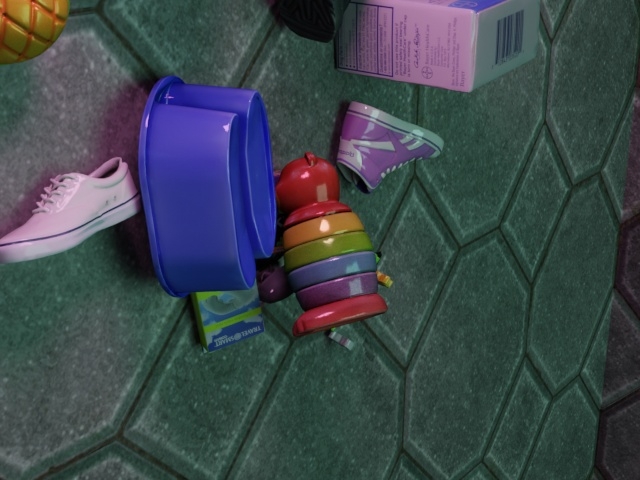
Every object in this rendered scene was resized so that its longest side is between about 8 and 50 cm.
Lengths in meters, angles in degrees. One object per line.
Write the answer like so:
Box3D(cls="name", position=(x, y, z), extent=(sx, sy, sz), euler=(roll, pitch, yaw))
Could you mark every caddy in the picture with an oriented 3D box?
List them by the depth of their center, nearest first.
Box3D(cls="caddy", position=(-0.183, -0.078, 1.665), extent=(0.241, 0.179, 0.341), euler=(-64, 152, -63))

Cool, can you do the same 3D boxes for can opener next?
Box3D(cls="can opener", position=(-0.029, 0.057, 2.013), extent=(0.283, 0.095, 0.076), euler=(-27, 124, -47))

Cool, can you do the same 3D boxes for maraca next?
Box3D(cls="maraca", position=(-0.391, -0.265, 1.352), extent=(0.186, 0.099, 0.127), euler=(-31, 138, -17))

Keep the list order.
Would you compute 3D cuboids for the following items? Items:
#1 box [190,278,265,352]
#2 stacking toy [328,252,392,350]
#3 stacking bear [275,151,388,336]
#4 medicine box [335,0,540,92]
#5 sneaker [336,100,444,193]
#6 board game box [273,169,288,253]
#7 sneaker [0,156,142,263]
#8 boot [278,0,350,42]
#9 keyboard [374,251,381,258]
Box3D(cls="box", position=(-0.157, 0.107, 1.850), extent=(0.109, 0.042, 0.178), euler=(-20, 122, -19))
Box3D(cls="stacking toy", position=(0.062, 0.111, 2.146), extent=(0.167, 0.052, 0.221), euler=(-58, 160, -9))
Box3D(cls="stacking bear", position=(0.000, 0.000, 1.857), extent=(0.175, 0.164, 0.288), euler=(117, -41, -81))
Box3D(cls="medicine box", position=(0.215, -0.392, 2.037), extent=(0.263, 0.289, 0.149), euler=(-32, 129, -48))
Box3D(cls="sneaker", position=(0.127, -0.164, 2.177), extent=(0.282, 0.102, 0.161), euler=(13, 94, -47))
Box3D(cls="board game box", position=(-0.098, -0.047, 1.915), extent=(0.170, 0.048, 0.141), euler=(-11, 112, -55))
Box3D(cls="sneaker", position=(-0.351, -0.044, 1.514), extent=(0.258, 0.094, 0.091), euler=(-36, 116, -53))
Box3D(cls="boot", position=(0.071, -0.594, 1.794), extent=(0.445, 0.146, 0.367), euler=(-61, 174, -21))
Box3D(cls="keyboard", position=(0.057, 0.066, 2.191), extent=(0.192, 0.038, 0.100), euler=(-9, 127, -65))
